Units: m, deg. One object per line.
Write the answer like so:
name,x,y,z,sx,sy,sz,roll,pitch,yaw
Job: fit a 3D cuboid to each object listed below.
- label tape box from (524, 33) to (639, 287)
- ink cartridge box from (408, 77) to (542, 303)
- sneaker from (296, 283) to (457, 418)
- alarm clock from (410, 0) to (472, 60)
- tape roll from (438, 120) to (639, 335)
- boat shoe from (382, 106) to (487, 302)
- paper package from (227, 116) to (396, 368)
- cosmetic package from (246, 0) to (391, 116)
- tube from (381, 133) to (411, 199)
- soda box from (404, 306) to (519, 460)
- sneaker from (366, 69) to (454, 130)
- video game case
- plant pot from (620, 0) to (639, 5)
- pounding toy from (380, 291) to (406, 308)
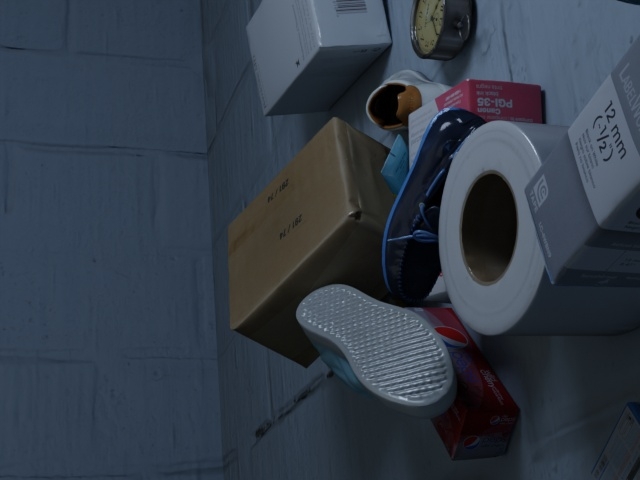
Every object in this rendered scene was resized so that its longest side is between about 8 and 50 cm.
label tape box,0.356,-0.089,0.864,0.348,0.249,0.115,120,148,-55
ink cartridge box,0.214,-0.059,1.503,0.207,0.117,0.283,157,114,-69
sneaker,0.103,0.182,1.597,0.150,0.135,0.366,57,170,-31
alarm clock,0.196,-0.341,1.681,0.192,0.064,0.129,-126,42,-66
tape roll,0.264,-0.011,1.244,0.246,0.169,0.246,-179,90,-68
boat shoe,0.146,-0.038,1.368,0.089,0.109,0.258,30,113,51
paper package,0.000,0.000,1.854,0.325,0.168,0.309,-46,29,27
cosmetic package,-0.014,-0.408,2.143,0.385,0.156,0.217,143,117,-66
tube,0.146,-0.058,1.630,0.207,0.052,0.080,58,-140,-38
soda box,0.193,0.203,1.589,0.263,0.083,0.092,-118,34,-56
sneaker,0.120,-0.236,1.810,0.290,0.123,0.106,-158,70,-72
video game case,0.358,0.278,1.188,0.166,0.015,0.119,-111,30,-51
plant pot,0.307,-0.371,1.028,0.235,0.293,0.293,64,150,25
pounding toy,0.098,0.129,1.915,0.154,0.155,0.269,-60,28,-7
